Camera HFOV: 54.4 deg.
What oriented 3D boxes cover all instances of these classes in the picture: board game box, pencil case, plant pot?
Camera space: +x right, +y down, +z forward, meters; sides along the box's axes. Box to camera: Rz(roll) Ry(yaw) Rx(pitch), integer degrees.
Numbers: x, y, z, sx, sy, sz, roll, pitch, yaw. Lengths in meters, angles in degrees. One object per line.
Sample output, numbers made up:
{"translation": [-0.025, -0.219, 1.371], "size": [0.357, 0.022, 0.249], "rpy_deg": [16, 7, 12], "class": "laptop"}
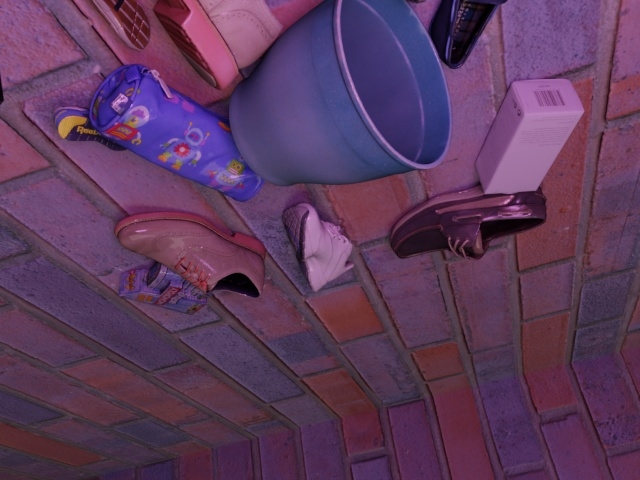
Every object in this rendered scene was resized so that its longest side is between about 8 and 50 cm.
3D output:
{"translation": [-0.349, 0.104, 1.424], "size": [0.194, 0.060, 0.194], "rpy_deg": [13, 152, -28], "class": "board game box"}
{"translation": [-0.212, -0.171, 1.003], "size": [0.133, 0.120, 0.306], "rpy_deg": [-39, 138, 25], "class": "pencil case"}
{"translation": [0.015, -0.198, 0.912], "size": [0.255, 0.272, 0.271], "rpy_deg": [-17, 150, 38], "class": "plant pot"}

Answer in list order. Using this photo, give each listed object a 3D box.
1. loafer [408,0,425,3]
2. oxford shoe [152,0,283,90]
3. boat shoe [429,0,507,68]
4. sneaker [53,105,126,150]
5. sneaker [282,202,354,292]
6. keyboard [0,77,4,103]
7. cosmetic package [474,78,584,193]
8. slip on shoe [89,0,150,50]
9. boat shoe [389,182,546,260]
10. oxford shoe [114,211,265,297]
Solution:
{"translation": [0.071, -0.405, 0.766], "size": [0.251, 0.094, 0.087], "rpy_deg": [34, 93, -45], "class": "loafer"}
{"translation": [-0.166, -0.373, 0.732], "size": [0.146, 0.140, 0.397], "rpy_deg": [-40, 143, -11], "class": "oxford shoe"}
{"translation": [0.235, -0.354, 0.865], "size": [0.108, 0.089, 0.258], "rpy_deg": [-3, 145, -10], "class": "boat shoe"}
{"translation": [-0.363, -0.185, 1.008], "size": [0.144, 0.059, 0.053], "rpy_deg": [10, 114, -54], "class": "sneaker"}
{"translation": [0.000, 0.000, 1.366], "size": [0.129, 0.111, 0.297], "rpy_deg": [-25, 152, -5], "class": "sneaker"}
{"translation": [-0.511, -0.261, 0.875], "size": [0.100, 0.038, 0.192], "rpy_deg": [-20, 154, -30], "class": "keyboard"}
{"translation": [0.384, -0.189, 1.171], "size": [0.117, 0.086, 0.231], "rpy_deg": [-3, 149, -10], "class": "cosmetic package"}
{"translation": [-0.278, -0.313, 0.841], "size": [0.041, 0.052, 0.135], "rpy_deg": [22, 168, 25], "class": "slip on shoe"}
{"translation": [0.315, -0.031, 1.350], "size": [0.355, 0.130, 0.132], "rpy_deg": [-25, 144, 22], "class": "boat shoe"}
{"translation": [-0.256, 0.036, 1.299], "size": [0.348, 0.130, 0.123], "rpy_deg": [15, 140, -33], "class": "oxford shoe"}
